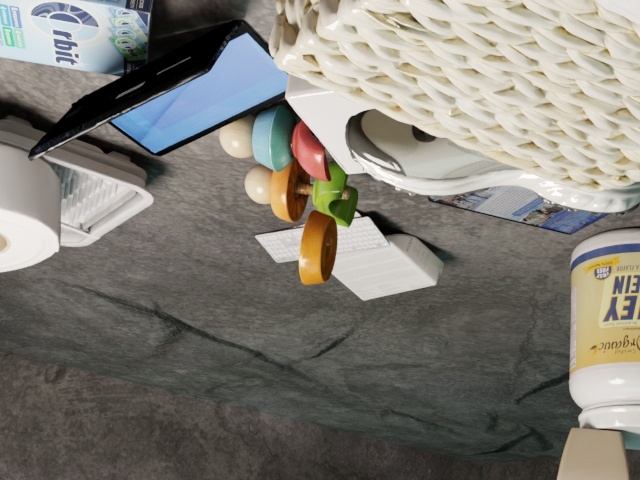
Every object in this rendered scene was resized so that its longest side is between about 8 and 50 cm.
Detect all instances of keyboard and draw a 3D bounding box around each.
[{"bbox_3d":[0.000,0.000,1.735,0.256,0.014,0.072,-9,138,40],"label":"keyboard"}]

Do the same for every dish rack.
[{"bbox_3d":[-0.435,-0.091,1.580,0.285,0.072,0.333,20,155,-30],"label":"dish rack"}]

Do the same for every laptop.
[{"bbox_3d":[-0.167,-0.143,1.187,0.234,0.264,0.137,-23,113,19],"label":"laptop"}]

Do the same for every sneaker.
[{"bbox_3d":[0.155,-0.098,0.900,0.271,0.100,0.108,5,132,12],"label":"sneaker"}]

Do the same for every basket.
[{"bbox_3d":[0.178,-0.238,0.681,0.331,0.328,0.266,17,161,-27],"label":"basket"}]

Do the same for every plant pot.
[{"bbox_3d":[0.415,0.340,1.548,0.109,0.096,0.109,3,159,16],"label":"plant pot"}]

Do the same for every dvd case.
[{"bbox_3d":[0.308,-0.069,1.504,0.253,0.022,0.180,12,159,-16],"label":"dvd case"}]

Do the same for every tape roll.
[{"bbox_3d":[-0.509,-0.040,1.437,0.286,0.100,0.286,-5,159,-2],"label":"tape roll"}]

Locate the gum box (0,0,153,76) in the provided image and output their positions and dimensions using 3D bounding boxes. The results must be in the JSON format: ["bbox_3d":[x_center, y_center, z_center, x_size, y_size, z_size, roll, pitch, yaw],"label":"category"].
[{"bbox_3d":[-0.286,-0.249,1.166,0.184,0.041,0.157,8,159,-9],"label":"gum box"}]

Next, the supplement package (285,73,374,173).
[{"bbox_3d":[0.138,-0.189,1.013,0.293,0.178,0.175,-3,156,23],"label":"supplement package"}]

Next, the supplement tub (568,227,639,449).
[{"bbox_3d":[0.513,0.161,1.633,0.228,0.316,0.228,5,159,2],"label":"supplement tub"}]

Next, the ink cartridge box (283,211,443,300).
[{"bbox_3d":[0.075,0.013,1.773,0.181,0.056,0.224,-15,132,44],"label":"ink cartridge box"}]

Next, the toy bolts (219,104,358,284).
[{"bbox_3d":[-0.055,-0.072,1.381,0.158,0.218,0.228,7,142,15],"label":"toy bolts"}]
